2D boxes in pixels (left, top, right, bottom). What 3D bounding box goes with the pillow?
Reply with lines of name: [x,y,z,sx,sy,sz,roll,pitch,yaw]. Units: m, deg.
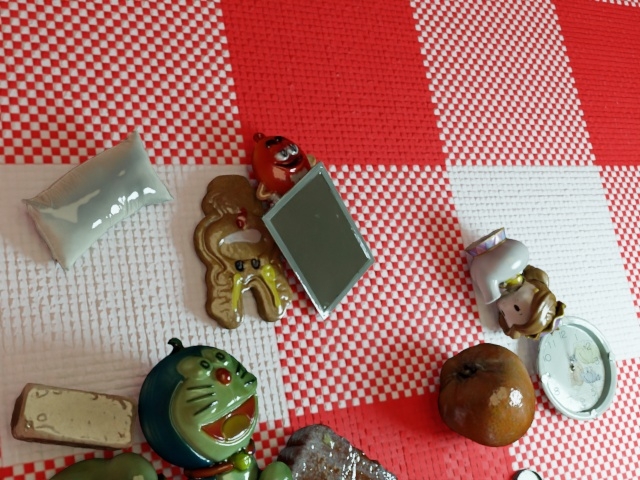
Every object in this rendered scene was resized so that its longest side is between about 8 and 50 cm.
pillow: [-0.380,-0.071,1.399,0.254,0.078,0.144,-41,105,-32]

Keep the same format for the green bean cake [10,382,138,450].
green bean cake: [-0.385,0.279,1.261,0.179,0.109,0.085,14,69,-25]

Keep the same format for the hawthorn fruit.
hawthorn fruit: [0.352,0.330,1.622,0.251,0.199,0.199,45,57,-25]

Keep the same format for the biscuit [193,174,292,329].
biscuit: [-0.151,0.016,1.518,0.186,0.044,0.295,-8,79,-34]

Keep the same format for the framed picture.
framed picture: [0.000,0.000,1.575,0.197,0.014,0.252,-47,118,-35]

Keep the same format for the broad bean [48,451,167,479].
broad bean: [-0.344,0.423,1.251,0.228,0.100,0.169,-15,75,-21]

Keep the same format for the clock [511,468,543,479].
clock: [0.438,0.524,1.695,0.085,0.017,0.085,9,70,-26]

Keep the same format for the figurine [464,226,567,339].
figurine: [0.427,0.104,1.752,0.189,0.142,0.263,-33,89,-29]

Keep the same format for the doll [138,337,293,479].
doll: [-0.186,0.310,1.315,0.199,0.186,0.321,-13,84,-52]

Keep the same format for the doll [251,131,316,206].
doll: [-0.059,-0.124,1.590,0.183,0.085,0.217,-23,88,-46]

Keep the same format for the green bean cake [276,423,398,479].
green bean cake: [0.014,0.456,1.434,0.233,0.097,0.198,35,59,-15]

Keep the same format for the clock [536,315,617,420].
clock: [0.570,0.291,1.824,0.237,0.053,0.236,8,71,-24]
